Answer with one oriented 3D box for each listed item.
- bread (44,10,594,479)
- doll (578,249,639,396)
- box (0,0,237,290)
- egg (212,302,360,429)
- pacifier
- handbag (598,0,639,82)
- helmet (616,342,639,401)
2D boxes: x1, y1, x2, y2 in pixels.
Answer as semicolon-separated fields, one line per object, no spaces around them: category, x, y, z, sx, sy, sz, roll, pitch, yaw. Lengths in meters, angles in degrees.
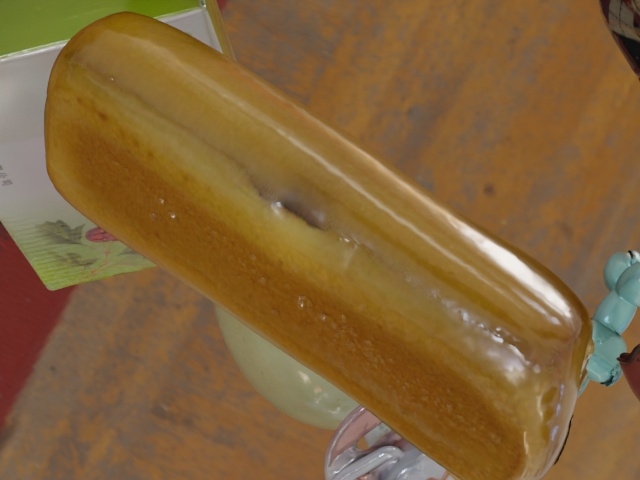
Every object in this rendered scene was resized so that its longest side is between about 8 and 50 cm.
bread;0.000;0.000;0.536;0.074;0.239;0.092;-36;152;-41
doll;0.269;0.076;1.357;0.059;0.159;0.158;36;56;-2
box;-0.132;-0.069;0.913;0.175;0.062;0.260;-13;149;3
egg;0.001;0.055;1.290;0.188;0.188;0.253;-37;111;-16
pacifier;0.037;0.104;0.674;0.081;0.078;0.099;-34;119;4
handbag;0.336;-0.035;0.865;0.180;0.317;0.416;-32;88;8
helmet;0.191;0.066;0.722;0.065;0.084;0.049;-6;68;-23
